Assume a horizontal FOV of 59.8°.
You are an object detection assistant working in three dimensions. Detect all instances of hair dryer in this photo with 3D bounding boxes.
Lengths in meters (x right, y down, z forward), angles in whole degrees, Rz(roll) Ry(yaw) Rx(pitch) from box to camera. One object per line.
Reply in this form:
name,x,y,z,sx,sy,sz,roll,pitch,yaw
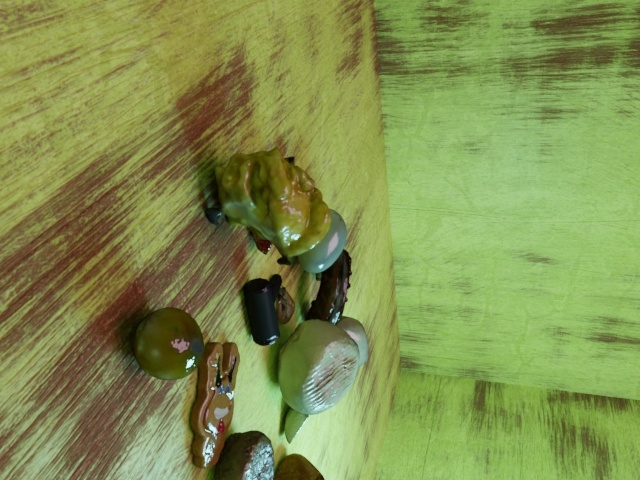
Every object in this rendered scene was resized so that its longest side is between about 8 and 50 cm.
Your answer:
hair dryer,-0.170,0.183,1.783,0.251,0.089,0.197,-72,156,-62

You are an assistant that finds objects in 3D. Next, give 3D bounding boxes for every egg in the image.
egg,0.000,0.000,2.069,0.183,0.183,0.264,66,38,-54

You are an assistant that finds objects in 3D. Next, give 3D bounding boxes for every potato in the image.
potato,-0.105,0.677,2.082,0.120,0.081,0.149,-53,173,-7

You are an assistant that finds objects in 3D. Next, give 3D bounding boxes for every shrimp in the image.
shrimp,-0.132,0.223,1.955,0.099,0.041,0.180,-53,145,-35

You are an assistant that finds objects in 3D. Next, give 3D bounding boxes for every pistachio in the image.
pistachio,0.099,0.442,2.440,0.226,0.208,0.332,-37,138,-6

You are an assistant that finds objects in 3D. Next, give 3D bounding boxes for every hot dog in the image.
hot dog,-0.082,0.921,1.916,0.405,0.223,0.185,-47,134,-63

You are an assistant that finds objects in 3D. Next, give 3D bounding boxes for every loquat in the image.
loquat,-0.328,0.219,1.197,0.195,0.152,0.152,54,42,-50

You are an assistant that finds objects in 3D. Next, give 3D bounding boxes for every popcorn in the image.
popcorn,-0.133,-0.114,1.481,0.316,0.297,0.281,39,66,-28

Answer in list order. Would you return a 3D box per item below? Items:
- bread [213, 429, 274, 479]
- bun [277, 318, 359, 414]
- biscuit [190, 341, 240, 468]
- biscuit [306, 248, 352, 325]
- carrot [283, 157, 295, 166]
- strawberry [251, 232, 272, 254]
bread,-0.222,0.662,1.608,0.230,0.123,0.230,0,90,-67
bun,-0.020,0.451,1.988,0.326,0.234,0.362,-54,140,-24
biscuit,-0.282,0.442,1.512,0.202,0.047,0.334,38,57,-68
biscuit,0.040,0.182,2.194,0.268,0.115,0.366,130,-28,-65
carrot,-0.096,-0.180,1.936,0.067,0.067,0.225,-66,150,-47
strawberry,-0.164,-0.092,1.715,0.175,0.107,0.236,133,-24,-57
